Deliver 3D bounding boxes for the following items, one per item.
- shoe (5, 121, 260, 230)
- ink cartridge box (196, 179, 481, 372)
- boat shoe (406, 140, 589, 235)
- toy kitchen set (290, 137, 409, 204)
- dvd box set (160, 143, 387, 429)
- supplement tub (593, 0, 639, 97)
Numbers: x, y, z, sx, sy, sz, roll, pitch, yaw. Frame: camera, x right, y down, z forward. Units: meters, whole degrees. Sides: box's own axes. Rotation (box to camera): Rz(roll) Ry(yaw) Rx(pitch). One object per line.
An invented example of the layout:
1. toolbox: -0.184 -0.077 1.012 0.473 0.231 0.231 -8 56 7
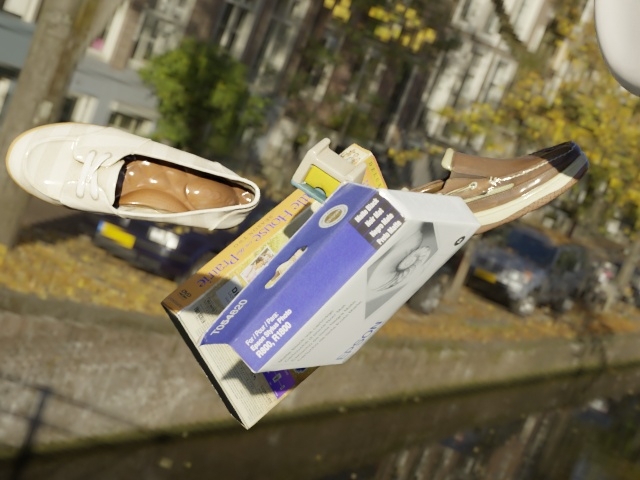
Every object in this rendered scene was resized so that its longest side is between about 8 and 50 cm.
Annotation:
1. shoe: -0.154 -0.055 1.033 0.219 0.076 0.058 10 -3 -23
2. ink cartridge box: 0.023 0.040 1.151 0.045 0.223 0.224 53 25 23
3. boat shoe: 0.163 -0.059 1.336 0.095 0.258 0.095 62 8 -10
4. toy kitchen set: 0.000 0.000 1.465 0.166 0.122 0.207 34 41 10
5. dvd box set: -0.035 0.078 2.025 0.062 0.420 0.307 33 -22 44
6. supplement tub: 0.421 -0.216 1.032 0.316 0.228 0.228 4 13 -14
